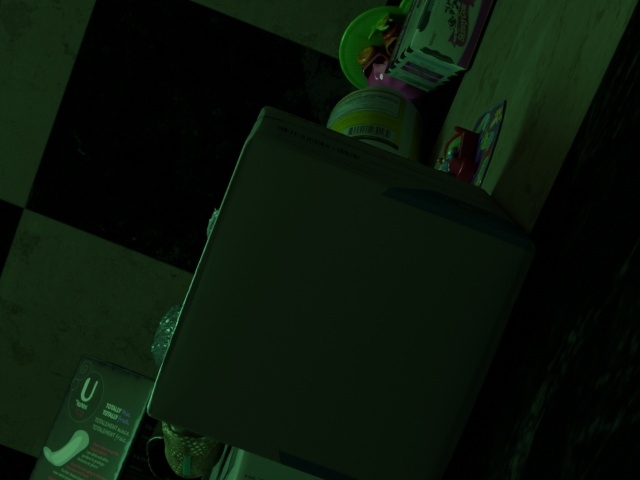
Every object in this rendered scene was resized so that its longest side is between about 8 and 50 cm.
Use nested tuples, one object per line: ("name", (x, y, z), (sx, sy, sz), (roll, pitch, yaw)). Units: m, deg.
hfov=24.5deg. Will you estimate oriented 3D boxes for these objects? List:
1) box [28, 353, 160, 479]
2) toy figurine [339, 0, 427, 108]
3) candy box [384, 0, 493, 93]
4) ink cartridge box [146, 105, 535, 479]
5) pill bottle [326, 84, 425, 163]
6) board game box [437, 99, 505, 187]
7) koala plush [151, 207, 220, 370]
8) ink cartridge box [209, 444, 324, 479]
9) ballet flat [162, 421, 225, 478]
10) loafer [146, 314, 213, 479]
("box", (-0.251, 0.300, 1.813), (0.165, 0.143, 0.270), (14, 79, 46))
("toy figurine", (0.115, -0.237, 1.936), (0.173, 0.130, 0.159), (-43, 26, 14))
("candy box", (0.146, -0.265, 1.702), (0.233, 0.071, 0.159), (173, 118, -86))
("ink cartridge box", (0.012, 0.034, 1.057), (0.270, 0.198, 0.197), (-88, 19, -81))
("pill bottle", (0.058, -0.100, 1.681), (0.215, 0.117, 0.117), (-75, 8, -61))
("board game box", (0.117, -0.064, 1.321), (0.169, 0.033, 0.133), (159, 132, -84))
("koala plush", (-0.111, 0.085, 1.883), (0.221, 0.203, 0.196), (99, 165, -44))
("ink cartridge box", (-0.035, 0.225, 1.269), (0.273, 0.115, 0.198), (-75, 8, -57))
("ballet flat", (-0.107, 0.150, 1.347), (0.206, 0.073, 0.067), (-66, -15, -66))
("loafer", (-0.127, 0.208, 1.647), (0.366, 0.130, 0.134), (-106, 32, -43))
